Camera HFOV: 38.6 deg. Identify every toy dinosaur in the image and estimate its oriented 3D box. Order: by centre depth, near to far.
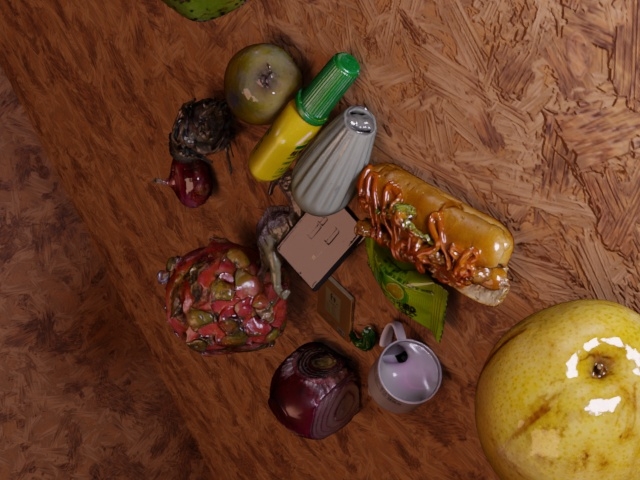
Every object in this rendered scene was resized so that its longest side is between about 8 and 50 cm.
[{"bbox_3d":[-0.074,-0.010,1.985,0.162,0.077,0.294,41,119,30],"label":"toy dinosaur"}]

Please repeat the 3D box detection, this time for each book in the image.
[{"bbox_3d":[0.033,0.151,2.104,0.118,0.012,0.172,42,151,28],"label":"book"}]

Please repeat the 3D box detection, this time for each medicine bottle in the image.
[{"bbox_3d":[-0.032,-0.220,1.637,0.076,0.111,0.309,38,133,-5],"label":"medicine bottle"}]

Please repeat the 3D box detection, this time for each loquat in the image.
[{"bbox_3d":[-0.113,-0.291,1.722,0.152,0.152,0.195,60,162,-6],"label":"loquat"}]

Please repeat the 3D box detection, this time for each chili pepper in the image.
[{"bbox_3d":[0.100,0.221,2.047,0.056,0.035,0.118,64,162,2],"label":"chili pepper"}]

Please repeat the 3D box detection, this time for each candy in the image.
[{"bbox_3d":[0.154,0.074,1.746,0.246,0.069,0.149,41,152,31],"label":"candy"}]

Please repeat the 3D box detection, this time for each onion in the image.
[{"bbox_3d":[-0.034,0.370,2.245,0.207,0.206,0.216,35,145,39],"label":"onion"},{"bbox_3d":[-0.353,-0.149,2.298,0.150,0.140,0.150,26,123,48],"label":"onion"}]

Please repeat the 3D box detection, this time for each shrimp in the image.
[{"bbox_3d":[-0.246,-0.237,2.046,0.172,0.137,0.372,26,172,-21],"label":"shrimp"}]

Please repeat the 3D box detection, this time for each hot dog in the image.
[{"bbox_3d":[0.180,-0.011,1.547,0.348,0.117,0.158,35,146,38],"label":"hot dog"}]

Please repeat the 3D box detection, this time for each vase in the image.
[{"bbox_3d":[0.030,-0.147,1.662,0.128,0.128,0.248,51,145,13],"label":"vase"}]

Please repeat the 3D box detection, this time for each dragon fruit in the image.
[{"bbox_3d":[-0.190,0.115,2.209,0.263,0.314,0.296,-34,64,48],"label":"dragon fruit"}]

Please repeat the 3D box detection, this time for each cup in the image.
[{"bbox_3d":[0.153,0.274,1.896,0.173,0.134,0.142,50,155,11],"label":"cup"}]

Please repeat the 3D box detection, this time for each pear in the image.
[{"bbox_3d":[0.366,0.239,1.302,0.314,0.314,0.314,41,150,30],"label":"pear"}]

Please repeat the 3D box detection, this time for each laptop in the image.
[{"bbox_3d":[0.000,0.000,1.879,0.135,0.016,0.197,48,122,14],"label":"laptop"}]

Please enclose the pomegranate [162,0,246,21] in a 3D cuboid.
[{"bbox_3d":[-0.194,-0.486,1.613,0.214,0.214,0.248,54,-171,6],"label":"pomegranate"}]
